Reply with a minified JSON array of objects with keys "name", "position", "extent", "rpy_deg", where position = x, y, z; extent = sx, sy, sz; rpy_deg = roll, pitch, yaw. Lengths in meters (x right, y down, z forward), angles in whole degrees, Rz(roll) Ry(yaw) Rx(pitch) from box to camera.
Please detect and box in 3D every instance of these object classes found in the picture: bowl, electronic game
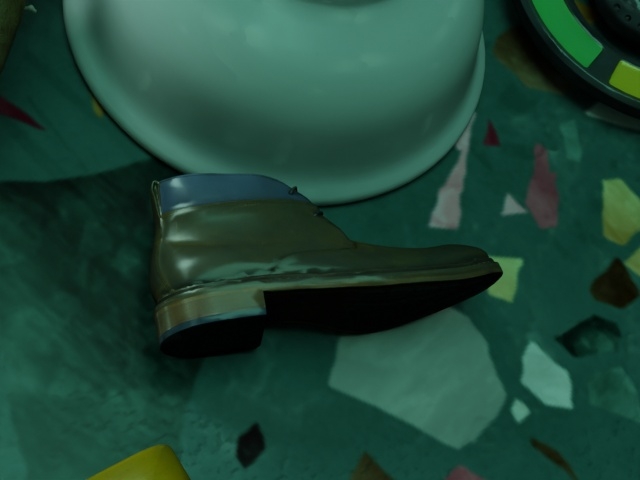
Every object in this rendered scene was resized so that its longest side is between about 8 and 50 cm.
[{"name":"bowl","position":[-0.013,-0.181,0.985],"extent":[0.298,0.134,0.298],"rpy_deg":[8,59,-13]},{"name":"electronic game","position":[0.246,-0.182,1.114],"extent":[0.229,0.048,0.229],"rpy_deg":[7,60,-13]}]

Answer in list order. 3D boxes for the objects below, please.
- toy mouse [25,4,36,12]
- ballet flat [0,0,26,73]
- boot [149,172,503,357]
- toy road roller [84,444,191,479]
[{"name":"toy mouse","position":[-0.257,-0.193,0.975],"extent":[0.161,0.031,0.143],"rpy_deg":[14,59,-9]},{"name":"ballet flat","position":[-0.240,-0.217,0.925],"extent":[0.124,0.116,0.342],"rpy_deg":[-10,60,-43]},{"name":"boot","position":[0.000,0.000,0.916],"extent":[0.219,0.082,0.106],"rpy_deg":[-7,66,-19]},{"name":"toy road roller","position":[-0.124,0.219,0.658],"extent":[0.329,0.240,0.202],"rpy_deg":[-25,72,-27]}]
